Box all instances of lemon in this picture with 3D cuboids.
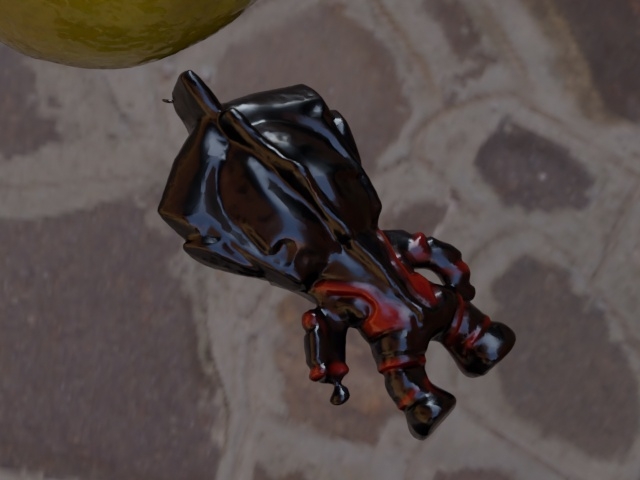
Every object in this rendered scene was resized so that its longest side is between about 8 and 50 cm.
[{"bbox_3d":[-0.101,-0.170,0.838,0.184,0.184,0.248,0,15,-13],"label":"lemon"}]

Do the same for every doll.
[{"bbox_3d":[-0.002,0.002,1.058,0.248,0.088,0.127,43,35,-2],"label":"doll"}]
